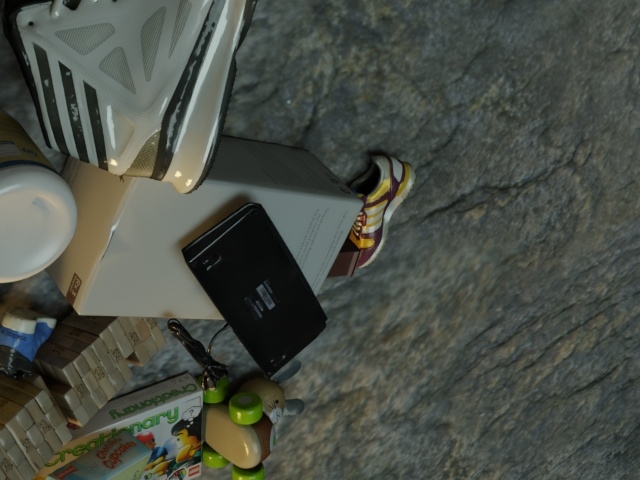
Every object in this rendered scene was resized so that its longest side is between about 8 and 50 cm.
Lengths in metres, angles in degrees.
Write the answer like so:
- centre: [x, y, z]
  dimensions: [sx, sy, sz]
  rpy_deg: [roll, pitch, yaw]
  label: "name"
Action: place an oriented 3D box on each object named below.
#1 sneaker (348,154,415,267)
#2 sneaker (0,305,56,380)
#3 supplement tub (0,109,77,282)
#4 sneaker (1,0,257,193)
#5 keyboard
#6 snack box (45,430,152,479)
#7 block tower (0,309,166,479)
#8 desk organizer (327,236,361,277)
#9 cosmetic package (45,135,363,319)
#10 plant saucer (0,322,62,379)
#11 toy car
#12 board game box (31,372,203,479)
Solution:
- centre: [0.068, -0.047, 1.851]
  dimensions: [0.084, 0.069, 0.185]
  rpy_deg: [14, 107, -37]
  label: "sneaker"
- centre: [-0.384, 0.133, 1.560]
  dimensions: [0.058, 0.152, 0.085]
  rpy_deg: [19, 89, -3]
  label: "sneaker"
- centre: [-0.372, -0.062, 1.349]
  dimensions: [0.144, 0.200, 0.144]
  rpy_deg: [-23, 136, -24]
  label: "supplement tub"
- centre: [-0.202, -0.292, 1.323]
  dimensions: [0.257, 0.169, 0.448]
  rpy_deg: [13, 94, -17]
  label: "sneaker"
- centre: [-0.109, 0.092, 1.603]
  dimensions: [0.201, 0.033, 0.317]
  rpy_deg: [-40, 142, -10]
  label: "keyboard"
- centre: [-0.367, 0.441, 1.755]
  dimensions: [0.187, 0.060, 0.322]
  rpy_deg: [-24, 143, -62]
  label: "snack box"
- centre: [-0.353, 0.203, 1.586]
  dimensions: [0.335, 0.091, 0.097]
  rpy_deg: [-44, 127, -32]
  label: "block tower"
- centre: [0.000, 0.000, 1.775]
  dimensions: [0.050, 0.130, 0.047]
  rpy_deg: [-4, 126, -35]
  label: "desk organizer"
- centre: [-0.156, -0.020, 1.609]
  dimensions: [0.385, 0.156, 0.217]
  rpy_deg: [9, 117, -43]
  label: "cosmetic package"
- centre: [-0.385, 0.190, 1.688]
  dimensions: [0.168, 0.029, 0.168]
  rpy_deg: [-22, 135, -24]
  label: "plant saucer"
- centre: [-0.091, 0.272, 1.935]
  dimensions: [0.188, 0.149, 0.155]
  rpy_deg: [-25, 127, -38]
  label: "toy car"
- centre: [-0.322, 0.330, 1.841]
  dimensions: [0.305, 0.053, 0.193]
  rpy_deg: [-19, 133, -28]
  label: "board game box"
